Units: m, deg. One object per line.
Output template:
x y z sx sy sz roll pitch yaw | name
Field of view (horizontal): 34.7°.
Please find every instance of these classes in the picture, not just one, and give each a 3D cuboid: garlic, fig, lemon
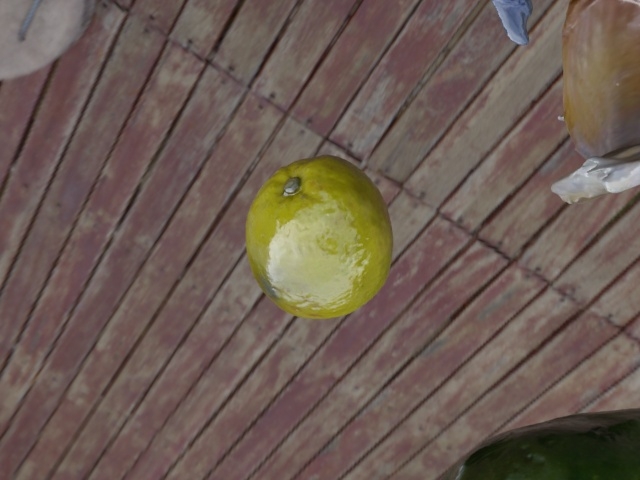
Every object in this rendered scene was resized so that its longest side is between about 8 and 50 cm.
0.147 -0.082 0.438 0.124 0.174 0.099 -23 92 -6 | garlic
0.178 0.197 0.713 0.195 0.245 0.195 36 160 15 | fig
0.000 0.000 1.165 0.170 0.170 0.207 6 142 18 | lemon

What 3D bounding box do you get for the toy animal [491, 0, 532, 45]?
0.203 -0.404 1.013 0.206 0.081 0.367 30 106 8 | toy animal
